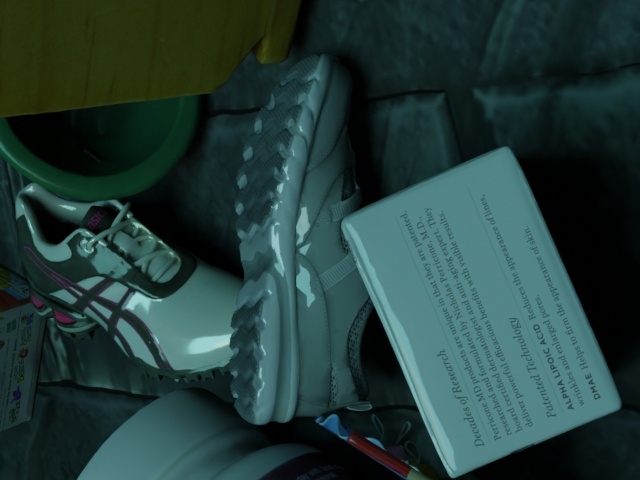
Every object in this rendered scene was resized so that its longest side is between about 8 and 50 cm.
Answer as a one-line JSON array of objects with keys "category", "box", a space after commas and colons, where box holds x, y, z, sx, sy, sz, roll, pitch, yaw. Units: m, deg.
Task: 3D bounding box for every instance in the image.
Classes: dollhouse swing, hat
[{"category": "dollhouse swing", "box": [-0.219, -0.298, 1.169, 0.305, 0.347, 0.315, 34, 122, 37]}, {"category": "hat", "box": [-0.207, -0.122, 1.406, 0.208, 0.183, 0.173, 30, 85, -5]}]

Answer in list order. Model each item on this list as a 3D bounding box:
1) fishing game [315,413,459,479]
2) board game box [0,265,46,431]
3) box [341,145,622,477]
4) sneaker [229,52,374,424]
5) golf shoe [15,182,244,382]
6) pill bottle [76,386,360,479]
[{"category": "fishing game", "box": [0.083, 0.165, 1.141, 0.189, 0.264, 0.041, 32, 84, 4]}, {"category": "board game box", "box": [-0.398, 0.114, 1.466, 0.142, 0.275, 0.144, 27, 118, 29]}, {"category": "box", "box": [0.108, 0.043, 1.090, 0.119, 0.181, 0.182, -23, 88, 7]}, {"category": "sneaker", "box": [0.000, 0.000, 1.247, 0.105, 0.115, 0.281, -167, 83, -68]}, {"category": "golf shoe", "box": [-0.150, 0.033, 1.336, 0.273, 0.105, 0.120, 14, 137, 34]}, {"category": "pill bottle", "box": [-0.003, 0.296, 1.243, 0.392, 0.224, 0.224, 35, 122, 26]}]
